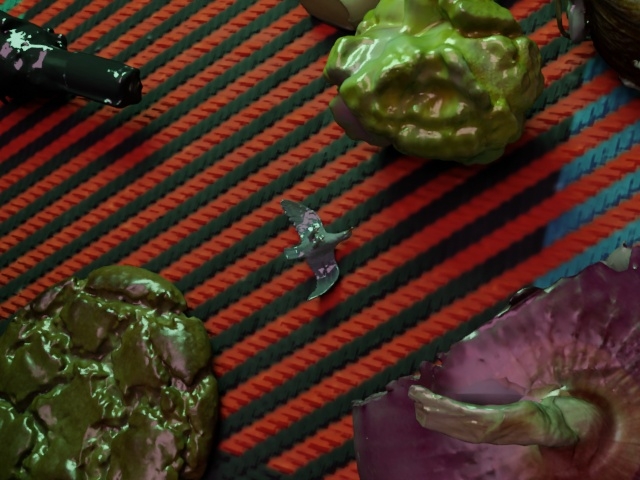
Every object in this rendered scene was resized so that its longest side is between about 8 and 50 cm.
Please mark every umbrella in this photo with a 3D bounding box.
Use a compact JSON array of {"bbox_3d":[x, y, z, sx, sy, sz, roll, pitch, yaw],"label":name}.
[{"bbox_3d":[-0.300,-0.175,0.684,0.340,0.118,0.118,19,80,24],"label":"umbrella"}]

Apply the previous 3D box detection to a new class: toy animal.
[{"bbox_3d":[0.000,0.000,0.554,0.050,0.028,0.084,-24,66,20],"label":"toy animal"}]

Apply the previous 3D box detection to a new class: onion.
[{"bbox_3d":[0.133,0.114,0.394,0.207,0.200,0.200,-29,60,-27],"label":"onion"}]

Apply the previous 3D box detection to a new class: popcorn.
[{"bbox_3d":[0.077,-0.110,0.512,0.145,0.126,0.126,-1,62,45],"label":"popcorn"}]

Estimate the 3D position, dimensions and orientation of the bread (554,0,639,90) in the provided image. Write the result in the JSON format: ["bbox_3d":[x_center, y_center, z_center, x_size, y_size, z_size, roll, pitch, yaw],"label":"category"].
[{"bbox_3d":[0.256,-0.189,0.462,0.224,0.142,0.212,-26,62,9],"label":"bread"}]

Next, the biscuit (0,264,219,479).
[{"bbox_3d":[-0.176,0.125,0.570,0.226,0.042,0.226,-7,69,18],"label":"biscuit"}]

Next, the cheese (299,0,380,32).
[{"bbox_3d":[0.058,-0.294,0.623,0.127,0.050,0.255,30,83,28],"label":"cheese"}]
